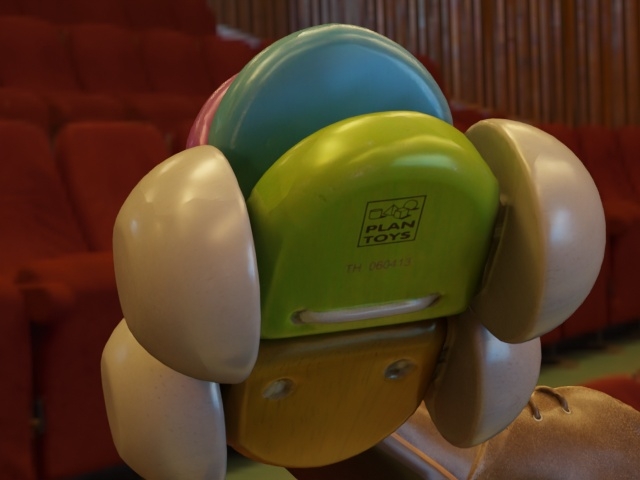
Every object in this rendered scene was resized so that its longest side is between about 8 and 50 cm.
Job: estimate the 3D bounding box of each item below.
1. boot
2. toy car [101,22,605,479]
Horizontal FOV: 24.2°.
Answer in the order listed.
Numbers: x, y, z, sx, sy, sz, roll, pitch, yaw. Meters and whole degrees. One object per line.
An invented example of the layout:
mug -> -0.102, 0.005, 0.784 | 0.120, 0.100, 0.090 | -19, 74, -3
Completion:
boot -> 0.087, 0.114, 0.791 | 0.305, 0.115, 0.112 | 33, -20, -24
toy car -> 0.000, 0.000, 0.530 | 0.159, 0.136, 0.182 | -7, -33, -16
